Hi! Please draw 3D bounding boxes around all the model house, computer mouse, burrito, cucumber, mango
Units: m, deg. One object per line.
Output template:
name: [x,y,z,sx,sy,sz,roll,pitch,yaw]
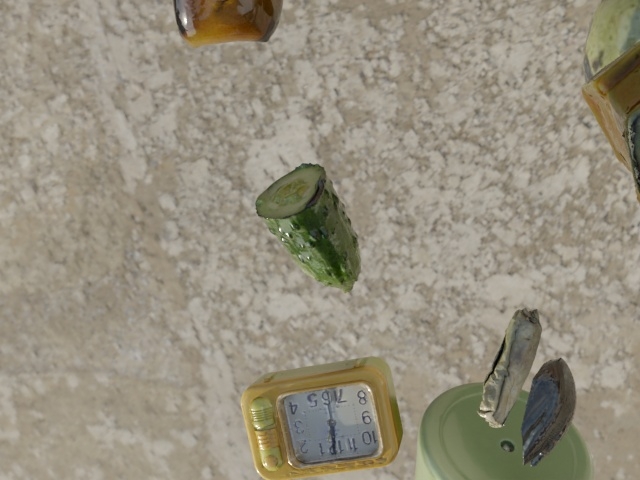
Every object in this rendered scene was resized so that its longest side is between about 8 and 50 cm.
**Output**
model house: [0.500,-0.217,1.318,0.268,0.239,0.173,-38,122,18]
computer mouse: [0.271,0.204,1.082,0.047,0.079,0.135,13,77,36]
burrito: [0.280,0.183,1.362,0.058,0.188,0.045,32,167,-28]
cucumber: [0.002,0.001,1.508,0.134,0.134,0.244,-5,133,32]
mango: [-0.149,-0.442,1.416,0.152,0.201,0.287,-3,109,22]

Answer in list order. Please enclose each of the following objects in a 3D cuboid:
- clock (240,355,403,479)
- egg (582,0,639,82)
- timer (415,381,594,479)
clock: [0.004,0.244,1.266,0.202,0.096,0.143,-12,91,11]
egg: [0.657,-0.300,1.653,0.345,0.345,0.428,-22,85,35]
timer: [0.280,0.449,1.587,0.290,0.291,0.315,26,131,18]
